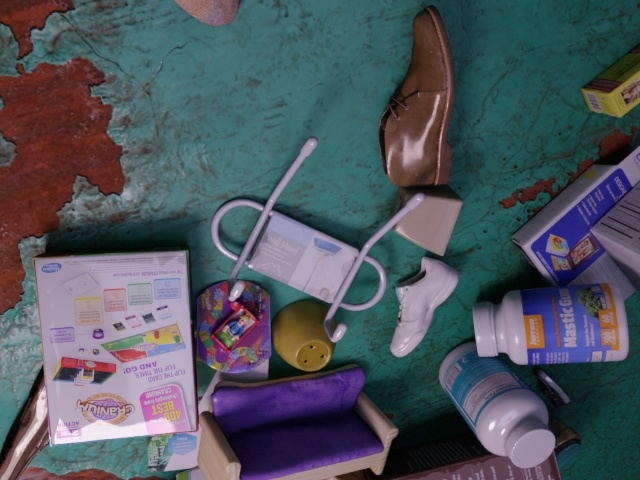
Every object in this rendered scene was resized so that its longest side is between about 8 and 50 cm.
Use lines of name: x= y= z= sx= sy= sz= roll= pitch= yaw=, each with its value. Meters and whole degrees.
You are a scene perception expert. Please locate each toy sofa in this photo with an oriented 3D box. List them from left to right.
toy sofa: x=-0.038 y=0.364 z=1.080 sx=0.363 sy=0.150 sz=0.176 roll=1 pitch=112 yaw=-32

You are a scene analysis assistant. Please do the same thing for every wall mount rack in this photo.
wall mount rack: x=0.000 y=0.000 z=0.978 sx=0.350 sy=0.130 sz=0.304 roll=25 pitch=99 yaw=-17

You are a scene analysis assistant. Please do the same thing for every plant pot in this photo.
plant pot: x=-0.024 y=0.195 z=1.088 sx=0.135 sy=0.095 sz=0.134 roll=-5 pitch=114 yaw=-12
plant pot: x=0.184 y=-0.049 z=1.039 sx=0.096 sy=0.109 sz=0.109 roll=13 pitch=109 yaw=-7

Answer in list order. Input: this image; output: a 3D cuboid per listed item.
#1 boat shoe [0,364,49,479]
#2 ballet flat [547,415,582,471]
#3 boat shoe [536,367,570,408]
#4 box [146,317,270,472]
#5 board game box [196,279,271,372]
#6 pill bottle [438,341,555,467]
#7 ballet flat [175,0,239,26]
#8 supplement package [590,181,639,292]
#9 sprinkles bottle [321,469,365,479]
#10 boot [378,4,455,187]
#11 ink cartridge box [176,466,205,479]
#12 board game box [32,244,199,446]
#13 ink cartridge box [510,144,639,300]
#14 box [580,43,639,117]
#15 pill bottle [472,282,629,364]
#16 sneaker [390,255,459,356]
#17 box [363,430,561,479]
boat shoe: x=-0.497 y=0.340 z=1.026 sx=0.095 sy=0.095 sz=0.257 roll=24 pitch=104 yaw=-29
ballet flat: x=0.493 y=0.569 z=1.382 sx=0.123 sy=0.123 sz=0.348 roll=22 pitch=109 yaw=-22
boat shoe: x=0.541 y=0.352 z=1.336 sx=0.040 sy=0.049 sz=0.142 roll=-42 pitch=119 yaw=6
box: x=-0.219 y=0.297 z=1.101 sx=0.233 sy=0.058 sz=0.321 roll=-2 pitch=112 yaw=-15
board game box: x=-0.153 y=0.151 z=1.017 sx=0.133 sy=0.033 sz=0.168 roll=1 pitch=76 yaw=-15
pill bottle: x=0.358 y=0.332 z=1.156 sx=0.147 sy=0.264 sz=0.146 roll=-6 pitch=115 yaw=-13
ballet flat: x=-0.208 y=-0.434 z=0.760 sx=0.108 sy=0.106 sz=0.315 roll=-32 pitch=117 yaw=0
supplement package: x=0.693 y=0.042 z=1.083 sx=0.262 sy=0.204 sz=0.145 roll=41 pitch=97 yaw=-25
sprinkles bottle: x=-0.053 y=0.602 z=1.227 sx=0.121 sy=0.121 sz=0.355 roll=30 pitch=107 yaw=-24
boot: x=0.157 y=-0.229 z=0.954 sx=0.115 sy=0.112 sz=0.305 roll=-5 pitch=117 yaw=-1
ink cartridge box: x=-0.257 y=0.553 z=1.155 sx=0.256 sy=0.097 sz=0.188 roll=-16 pitch=134 yaw=1
board game box: x=-0.334 y=0.172 z=0.955 sx=0.243 sy=0.064 sz=0.316 roll=-2 pitch=97 yaw=-10
ink cartridge box: x=0.595 y=-0.003 z=1.189 sx=0.307 sy=0.072 sz=0.303 roll=-42 pitch=116 yaw=3
box: x=0.604 y=-0.323 z=1.040 sx=0.232 sy=0.087 sz=0.058 roll=-38 pitch=115 yaw=4
pill bottle: x=0.450 y=0.170 z=1.135 sx=0.272 sy=0.152 sz=0.152 roll=-7 pitch=117 yaw=16
sneaker: x=0.182 y=0.128 z=1.136 sx=0.094 sy=0.080 sz=0.212 roll=29 pitch=96 yaw=-12
box: x=0.292 y=0.511 z=1.216 sx=0.382 sy=0.191 sz=0.143 roll=-11 pitch=85 yaw=-2
